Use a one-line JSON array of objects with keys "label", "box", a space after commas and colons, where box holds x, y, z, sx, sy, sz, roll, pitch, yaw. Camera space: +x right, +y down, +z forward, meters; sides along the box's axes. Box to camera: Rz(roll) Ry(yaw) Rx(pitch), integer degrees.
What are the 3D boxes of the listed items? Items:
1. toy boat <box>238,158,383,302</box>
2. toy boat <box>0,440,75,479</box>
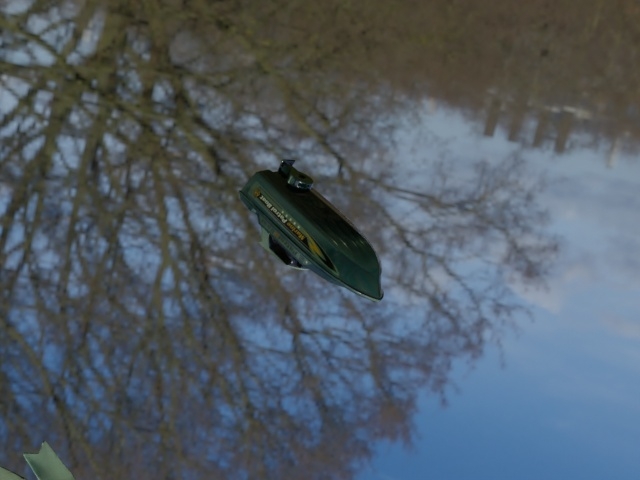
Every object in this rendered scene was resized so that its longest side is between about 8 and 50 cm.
[{"label": "toy boat", "box": [0.000, 0.000, 0.825, 0.055, 0.060, 0.141, 3, -148, -48]}, {"label": "toy boat", "box": [-0.327, 0.259, 1.000, 0.291, 0.067, 0.221, -25, -101, -47]}]
